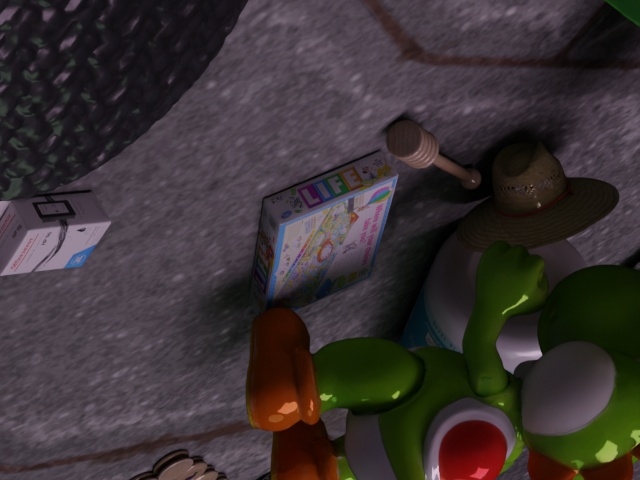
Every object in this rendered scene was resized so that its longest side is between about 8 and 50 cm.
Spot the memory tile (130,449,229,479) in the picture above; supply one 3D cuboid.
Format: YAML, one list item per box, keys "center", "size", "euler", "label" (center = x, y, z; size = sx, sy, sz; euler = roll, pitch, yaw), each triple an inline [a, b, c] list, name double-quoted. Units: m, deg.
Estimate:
- center: [-0.149, 0.244, 1.680]
  size: [0.113, 0.012, 0.148]
  euler: [-34, 155, 3]
  label: "memory tile"

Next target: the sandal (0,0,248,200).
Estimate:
- center: [-0.088, -0.215, 0.812]
  size: [0.167, 0.107, 0.446]
  euler: [-9, 134, -40]
  label: "sandal"

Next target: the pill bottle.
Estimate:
- center: [0.144, 0.105, 1.609]
  size: [0.146, 0.146, 0.264]
  euler: [-21, 153, -25]
  label: "pill bottle"

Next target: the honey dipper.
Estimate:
- center: [0.094, -0.060, 1.382]
  size: [0.030, 0.030, 0.160]
  euler: [-39, 157, 13]
  label: "honey dipper"

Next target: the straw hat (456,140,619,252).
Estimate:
- center: [0.170, -0.048, 1.451]
  size: [0.144, 0.144, 0.061]
  euler: [-24, 112, -18]
  label: "straw hat"

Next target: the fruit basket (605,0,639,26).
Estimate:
- center: [0.333, -0.072, 1.238]
  size: [0.392, 0.392, 0.283]
  euler: [-46, 153, 27]
  label: "fruit basket"

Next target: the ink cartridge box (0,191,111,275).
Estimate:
- center: [-0.184, -0.004, 1.153]
  size: [0.083, 0.028, 0.048]
  euler: [-7, 145, -43]
  label: "ink cartridge box"

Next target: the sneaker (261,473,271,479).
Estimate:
- center: [-0.061, 0.277, 1.812]
  size: [0.169, 0.068, 0.071]
  euler: [-16, 168, -14]
  label: "sneaker"

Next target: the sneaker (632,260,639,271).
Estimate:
- center: [0.358, 0.036, 1.837]
  size: [0.235, 0.090, 0.095]
  euler: [-36, 143, -1]
  label: "sneaker"

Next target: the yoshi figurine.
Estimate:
- center: [0.133, 0.107, 1.405]
  size: [0.362, 0.203, 0.203]
  euler: [-5, 172, 9]
  label: "yoshi figurine"

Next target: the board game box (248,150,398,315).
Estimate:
- center: [0.000, 0.000, 1.384]
  size: [0.103, 0.026, 0.154]
  euler: [-23, 154, -20]
  label: "board game box"
